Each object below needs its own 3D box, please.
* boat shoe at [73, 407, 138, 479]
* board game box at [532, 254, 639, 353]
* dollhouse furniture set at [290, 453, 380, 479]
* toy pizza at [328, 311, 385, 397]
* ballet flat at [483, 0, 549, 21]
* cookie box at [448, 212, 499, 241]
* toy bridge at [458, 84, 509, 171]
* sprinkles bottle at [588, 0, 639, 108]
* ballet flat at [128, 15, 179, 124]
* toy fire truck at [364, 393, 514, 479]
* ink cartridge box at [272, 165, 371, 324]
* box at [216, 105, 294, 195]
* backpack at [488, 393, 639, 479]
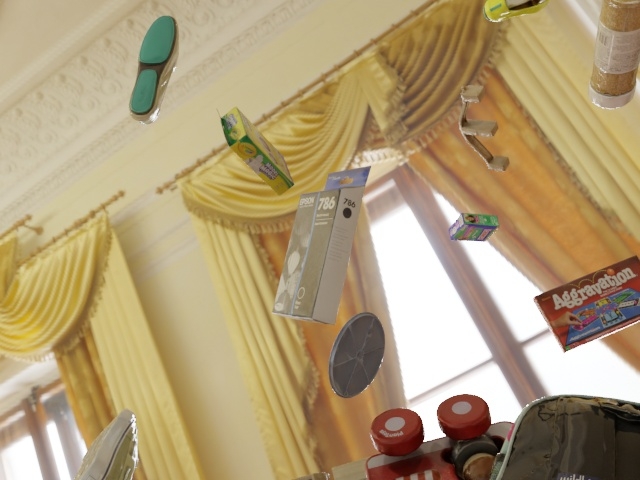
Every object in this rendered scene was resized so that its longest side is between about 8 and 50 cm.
[{"bbox_3d":[-0.417,0.442,1.294,0.109,0.094,0.302,-47,10,6],"label":"boat shoe"},{"bbox_3d":[0.656,0.146,1.498,0.281,0.145,0.027,-21,-25,-9],"label":"board game box"},{"bbox_3d":[0.118,0.719,1.614,0.286,0.304,0.198,-22,-25,17],"label":"dollhouse furniture set"},{"bbox_3d":[0.078,0.259,1.461,0.032,0.202,0.201,13,8,40],"label":"toy pizza"},{"bbox_3d":[0.488,-0.575,1.517,0.230,0.077,0.077,-27,4,-25],"label":"ballet flat"},{"bbox_3d":[0.421,-0.034,1.761,0.107,0.040,0.092,3,-30,-15],"label":"cookie box"},{"bbox_3d":[0.271,-0.193,1.099,0.026,0.063,0.188,-55,-45,-20],"label":"toy bridge"},{"bbox_3d":[0.777,-0.507,1.666,0.121,0.121,0.355,-25,-36,-2],"label":"sprinkles bottle"},{"bbox_3d":[-0.357,-0.365,1.397,0.086,0.249,0.086,14,-13,3],"label":"ballet flat"},{"bbox_3d":[0.225,0.419,1.120,0.302,0.170,0.254,-14,21,1],"label":"toy fire truck"},{"bbox_3d":[0.000,0.000,1.313,0.065,0.333,0.165,20,-13,-30],"label":"ink cartridge box"},{"bbox_3d":[-0.125,-0.174,1.205,0.043,0.105,0.179,-36,-46,13],"label":"box"},{"bbox_3d":[0.262,0.257,0.564,0.225,0.191,0.253,6,29,23],"label":"backpack"}]
